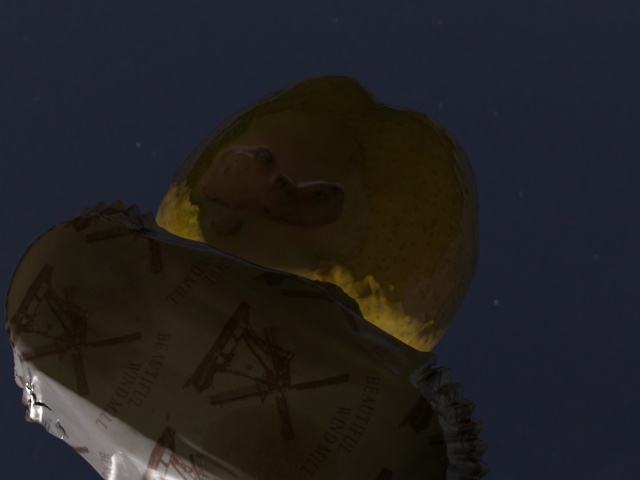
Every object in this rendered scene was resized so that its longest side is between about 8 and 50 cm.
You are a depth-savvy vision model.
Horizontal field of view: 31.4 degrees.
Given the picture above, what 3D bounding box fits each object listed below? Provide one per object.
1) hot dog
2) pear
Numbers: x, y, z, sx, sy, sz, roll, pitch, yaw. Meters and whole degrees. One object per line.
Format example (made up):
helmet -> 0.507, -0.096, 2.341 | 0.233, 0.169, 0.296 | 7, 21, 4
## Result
hot dog -> -0.030, 0.054, 0.413 | 0.192, 0.053, 0.099 | 23, -94, 13
pear -> 0.000, 0.000, 0.920 | 0.271, 0.271, 0.271 | -1, -138, 0
